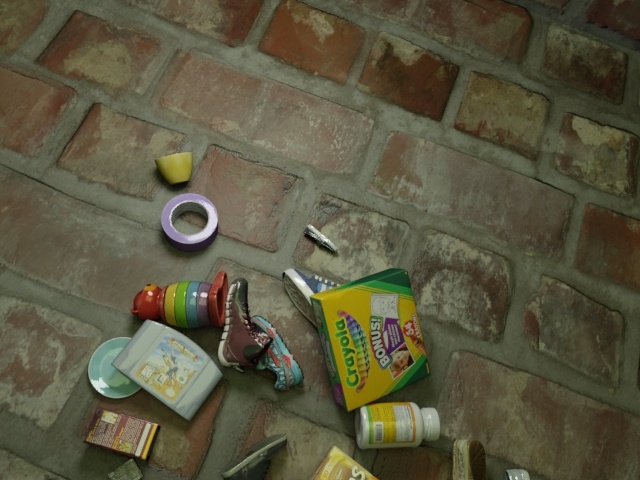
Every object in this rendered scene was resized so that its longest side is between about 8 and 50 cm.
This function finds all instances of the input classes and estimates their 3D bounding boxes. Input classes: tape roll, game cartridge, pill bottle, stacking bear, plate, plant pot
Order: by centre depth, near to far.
[{"bbox_3d":[-0.461,0.387,1.772,0.297,0.062,0.198,37,78,-4],"label":"game cartridge"},{"bbox_3d":[-0.622,0.396,1.792,0.188,0.024,0.188,3,67,-7],"label":"plate"},{"bbox_3d":[0.238,0.575,1.793,0.245,0.136,0.136,1,68,-9],"label":"pill bottle"},{"bbox_3d":[-0.451,0.199,1.832,0.289,0.164,0.175,-1,24,3],"label":"stacking bear"},{"bbox_3d":[-0.447,-0.061,1.979,0.189,0.080,0.189,3,67,-7],"label":"tape roll"},{"bbox_3d":[-0.508,-0.250,2.032,0.134,0.134,0.095,-14,95,-14],"label":"plant pot"}]

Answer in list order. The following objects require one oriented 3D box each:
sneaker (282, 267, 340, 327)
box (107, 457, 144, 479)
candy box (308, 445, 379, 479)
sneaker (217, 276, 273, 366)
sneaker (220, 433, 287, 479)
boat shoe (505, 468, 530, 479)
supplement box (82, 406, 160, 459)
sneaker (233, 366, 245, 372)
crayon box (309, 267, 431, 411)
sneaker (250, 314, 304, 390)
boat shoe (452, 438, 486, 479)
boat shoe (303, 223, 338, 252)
[{"bbox_3d":[0.052,0.176,1.943,0.236,0.130,0.323,-35,74,-27],"label":"sneaker"},{"bbox_3d":[-0.569,0.687,1.683,0.083,0.018,0.067,-32,76,-19],"label":"box"},{"bbox_3d":[0.110,0.786,1.711,0.316,0.087,0.183,37,68,7],"label":"candy box"},{"bbox_3d":[-0.216,0.262,1.802,0.162,0.106,0.281,6,84,19],"label":"sneaker"},{"bbox_3d":[-0.179,0.682,1.726,0.222,0.083,0.118,-28,93,-25],"label":"sneaker"},{"bbox_3d":[0.607,0.829,1.786,0.081,0.079,0.227,5,62,3],"label":"boat shoe"},{"bbox_3d":[-0.582,0.569,1.695,0.188,0.081,0.104,17,67,-2],"label":"supplement box"},{"bbox_3d":[-0.271,0.391,1.845,0.083,0.031,0.035,38,67,7],"label":"sneaker"},{"bbox_3d":[0.160,0.303,1.813,0.313,0.106,0.363,-17,98,-24],"label":"crayon box"},{"bbox_3d":[-0.166,0.360,1.837,0.125,0.104,0.262,-32,75,-16],"label":"sneaker"},{"bbox_3d":[0.457,0.767,1.786,0.104,0.089,0.285,20,66,-29],"label":"boat shoe"},{"bbox_3d":[0.000,0.000,2.046,0.142,0.049,0.040,40,86,10],"label":"boat shoe"}]
